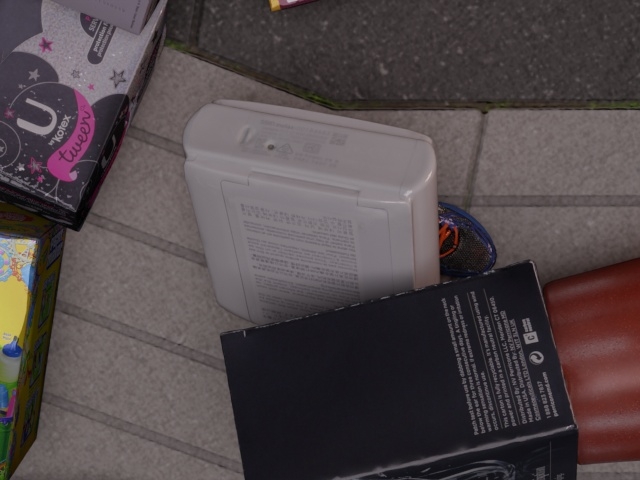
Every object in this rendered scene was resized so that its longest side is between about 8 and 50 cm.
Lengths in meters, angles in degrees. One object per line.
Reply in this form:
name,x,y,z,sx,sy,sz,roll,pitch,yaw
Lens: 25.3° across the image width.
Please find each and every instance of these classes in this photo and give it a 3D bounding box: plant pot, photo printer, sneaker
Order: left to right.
photo printer,0.000,0.000,1.485,0.256,0.107,0.307,11,145,15
sneaker,0.093,-0.018,1.571,0.221,0.087,0.083,26,100,-4
plant pot,0.385,0.120,1.521,0.265,0.272,0.272,-11,100,11

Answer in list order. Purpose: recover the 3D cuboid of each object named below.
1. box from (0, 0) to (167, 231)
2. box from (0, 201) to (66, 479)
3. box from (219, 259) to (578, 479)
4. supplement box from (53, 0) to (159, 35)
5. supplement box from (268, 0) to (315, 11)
box,-0.275,-0.158,1.485,0.163,0.142,0.247,23,80,-4
box,-0.449,0.092,1.551,0.290,0.177,0.279,11,100,-1
box,0.092,0.195,1.467,0.312,0.343,0.179,-13,65,4
supplement box,-0.198,-0.317,1.442,0.130,0.239,0.073,21,130,-4
supplement box,0.026,-0.317,1.519,0.188,0.081,0.104,-14,100,3
